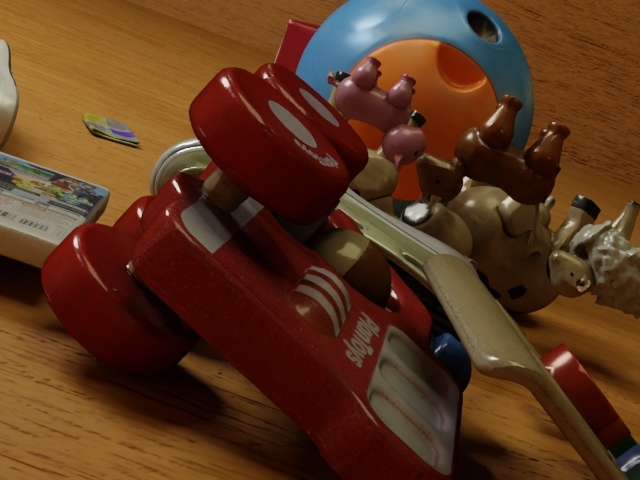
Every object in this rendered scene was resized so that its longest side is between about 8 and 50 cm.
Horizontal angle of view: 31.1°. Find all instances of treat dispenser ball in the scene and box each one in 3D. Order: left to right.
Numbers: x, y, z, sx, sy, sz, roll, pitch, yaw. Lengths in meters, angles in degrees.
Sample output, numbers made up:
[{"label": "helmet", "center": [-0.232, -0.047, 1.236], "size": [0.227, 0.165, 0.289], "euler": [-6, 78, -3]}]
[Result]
[{"label": "treat dispenser ball", "center": [0.110, -0.163, 1.376], "size": [0.288, 0.288, 0.288], "euler": [19, 12, -4]}]

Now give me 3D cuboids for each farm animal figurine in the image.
[{"label": "farm animal figurine", "center": [0.129, -0.022, 1.110], "size": [0.327, 0.172, 0.330], "euler": [32, -6, -29]}]

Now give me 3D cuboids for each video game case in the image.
[{"label": "video game case", "center": [-0.257, -0.041, 0.791], "size": [0.201, 0.023, 0.183], "euler": [19, 13, -5]}]

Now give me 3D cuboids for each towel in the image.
[{"label": "towel", "center": [-0.241, -0.128, 1.322], "size": [0.060, 0.009, 0.083], "euler": [16, 13, -22]}]

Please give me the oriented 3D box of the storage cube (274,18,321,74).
[{"label": "storage cube", "center": [0.033, -0.201, 1.667], "size": [0.193, 0.184, 0.215], "euler": [22, 13, 11]}]

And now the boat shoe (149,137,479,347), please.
[{"label": "boat shoe", "center": [0.000, 0.000, 0.944], "size": [0.302, 0.109, 0.094], "euler": [23, 14, -2]}]

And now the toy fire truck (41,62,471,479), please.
[{"label": "toy fire truck", "center": [-0.009, 0.033, 0.733], "size": [0.254, 0.169, 0.302], "euler": [45, 13, -1]}]

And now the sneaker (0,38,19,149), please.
[{"label": "sneaker", "center": [-0.380, -0.166, 1.085], "size": [0.163, 0.086, 0.226], "euler": [17, 14, -27]}]

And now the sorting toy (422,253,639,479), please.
[{"label": "sorting toy", "center": [0.158, 0.096, 0.732], "size": [0.229, 0.041, 0.307], "euler": [47, 7, -13]}]
